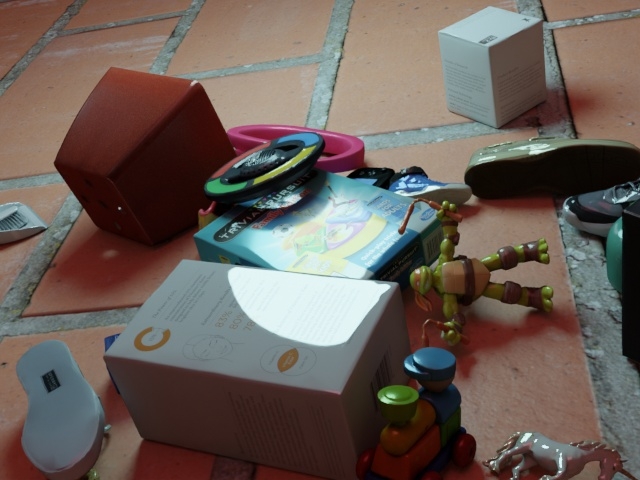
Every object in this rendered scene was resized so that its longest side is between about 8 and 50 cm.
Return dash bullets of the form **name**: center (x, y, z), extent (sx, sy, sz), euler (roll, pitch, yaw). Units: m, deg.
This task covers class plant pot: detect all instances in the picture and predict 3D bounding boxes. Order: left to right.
- **plant pot**: center (-0.340, -0.144, 1.657), extent (0.267, 0.267, 0.235), euler (16, 55, 36)

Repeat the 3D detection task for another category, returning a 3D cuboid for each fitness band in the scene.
- **fitness band**: center (-0.051, -0.185, 1.722), extent (0.291, 0.054, 0.209), euler (15, 21, 32)

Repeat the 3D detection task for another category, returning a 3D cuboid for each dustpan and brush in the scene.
- **dustpan and brush**: center (-0.683, -0.027, 1.759), extent (0.211, 0.060, 0.147), euler (-31, 37, -24)

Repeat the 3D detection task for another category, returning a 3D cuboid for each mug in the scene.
- **mug**: center (0.492, 0.004, 1.269), extent (0.130, 0.097, 0.157), euler (8, 40, 29)

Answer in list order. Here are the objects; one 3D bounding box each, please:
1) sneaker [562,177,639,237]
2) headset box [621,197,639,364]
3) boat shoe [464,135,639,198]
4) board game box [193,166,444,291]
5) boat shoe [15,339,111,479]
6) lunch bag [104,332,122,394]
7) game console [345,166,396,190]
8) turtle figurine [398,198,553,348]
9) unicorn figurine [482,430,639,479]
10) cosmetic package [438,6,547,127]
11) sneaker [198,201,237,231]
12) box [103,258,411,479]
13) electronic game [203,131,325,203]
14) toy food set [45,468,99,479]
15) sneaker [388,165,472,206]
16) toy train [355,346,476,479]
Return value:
- **sneaker**: center (0.516, -0.090, 1.347), extent (0.269, 0.153, 0.101), euler (1, 36, 21)
- **headset box**: center (0.512, 0.024, 1.103), extent (0.283, 0.246, 0.131), euler (-33, 39, -25)
- **boat shoe**: center (0.406, -0.139, 1.504), extent (0.303, 0.109, 0.098), euler (-5, 36, 22)
- **board game box**: center (0.000, 0.000, 1.393), extent (0.336, 0.079, 0.254), euler (21, 48, 39)
- **boat shoe**: center (-0.356, 0.253, 1.203), extent (0.113, 0.104, 0.306), euler (-31, 31, -17)
- **lunch bag**: center (-0.289, 0.179, 1.317), extent (0.065, 0.067, 0.098), euler (-17, 33, -6)
- **game console**: center (-0.004, -0.038, 1.554), extent (0.213, 0.043, 0.361), euler (15, 43, 35)
- **turtle figurine**: center (0.223, 0.068, 1.261), extent (0.218, 0.087, 0.269), euler (-1, 68, 0)
- **unicorn figurine**: center (0.275, 0.261, 1.007), extent (0.111, 0.060, 0.162), euler (-35, 39, -27)
- **cosmetic package**: center (0.353, -0.356, 1.763), extent (0.151, 0.183, 0.151), euler (-30, 37, -24)
- **sneaker**: center (-0.147, -0.065, 1.598), extent (0.082, 0.094, 0.208), euler (13, 40, 36)
- **box**: center (-0.076, 0.167, 1.171), extent (0.346, 0.168, 0.215), euler (6, 39, 25)
- **electronic game**: center (-0.099, -0.130, 1.507), extent (0.229, 0.048, 0.229), euler (-21, 23, 9)
- **toy food set**: center (-0.343, 0.334, 1.154), extent (0.083, 0.020, 0.082), euler (12, 42, 32)
- **sneaker**: center (0.196, -0.102, 1.552), extent (0.152, 0.058, 0.084), euler (-9, 51, 18)
- **toy train**: center (0.088, 0.234, 0.997), extent (0.105, 0.143, 0.248), euler (12, 27, 34)
